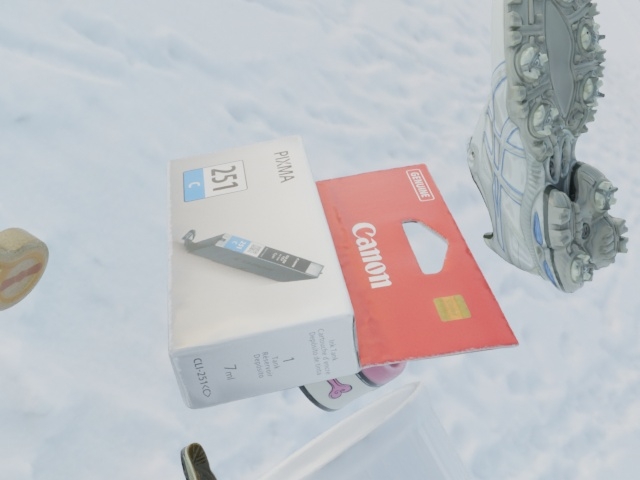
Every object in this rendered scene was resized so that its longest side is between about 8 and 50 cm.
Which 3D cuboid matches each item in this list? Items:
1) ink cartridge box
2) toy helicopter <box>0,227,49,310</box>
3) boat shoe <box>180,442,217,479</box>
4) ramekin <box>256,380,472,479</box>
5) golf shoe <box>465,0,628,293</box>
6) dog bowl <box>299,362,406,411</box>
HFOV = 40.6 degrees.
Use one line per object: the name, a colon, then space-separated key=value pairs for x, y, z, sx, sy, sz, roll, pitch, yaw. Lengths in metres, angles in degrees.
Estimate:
ink cartridge box: x=0.000 y=0.000 z=0.754 sx=0.296 sy=0.261 sz=0.066 roll=-106 pitch=-174 yaw=-55
toy helicopter: x=-0.340 y=0.031 z=0.713 sx=0.140 sy=0.235 sz=0.355 roll=30 pitch=1 yaw=13
boat shoe: x=-0.246 y=0.489 z=1.762 sx=0.056 sy=0.049 sz=0.152 roll=-7 pitch=76 yaw=-42
ramekin: x=0.032 y=0.283 z=0.935 sx=0.135 sy=0.277 sz=0.277 roll=56 pitch=27 yaw=6
golf shoe: x=0.100 y=-0.059 z=0.446 sx=0.069 sy=0.086 sz=0.176 roll=-23 pitch=112 yaw=-31
dog bowl: x=0.042 y=0.108 z=1.642 sx=0.408 sy=0.150 sz=0.408 roll=-18 pitch=90 yaw=-72
